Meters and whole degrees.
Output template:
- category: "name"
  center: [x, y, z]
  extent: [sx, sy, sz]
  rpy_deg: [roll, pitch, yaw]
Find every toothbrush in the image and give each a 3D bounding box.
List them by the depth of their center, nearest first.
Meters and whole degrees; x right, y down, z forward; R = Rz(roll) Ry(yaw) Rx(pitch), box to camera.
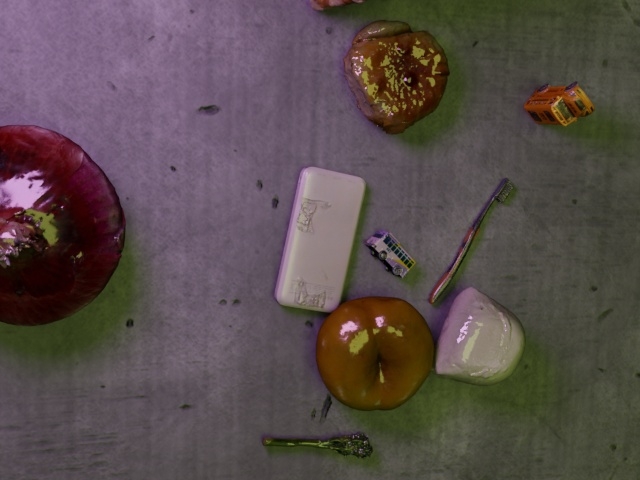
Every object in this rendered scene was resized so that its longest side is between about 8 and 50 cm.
- category: "toothbrush"
  center: [0.322, 0.002, 1.753]
  extent: [0.031, 0.023, 0.321]
  rpy_deg: [36, 86, -10]

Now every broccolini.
- category: "broccolini"
  center: [-0.004, 0.423, 1.695]
  extent: [0.239, 0.054, 0.051]
  rpy_deg: [9, 59, -16]

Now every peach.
- category: "peach"
  center: [0.111, 0.232, 1.652]
  extent: [0.251, 0.153, 0.251]
  rpy_deg: [-2, 100, -12]

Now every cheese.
- category: "cheese"
  center: [0.336, 0.217, 1.715]
  extent: [0.189, 0.154, 0.198]
  rpy_deg: [26, 84, -12]

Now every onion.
- category: "onion"
  center: [-0.507, -0.018, 1.355]
  extent: [0.347, 0.285, 0.348]
  rpy_deg: [-1, 99, -6]

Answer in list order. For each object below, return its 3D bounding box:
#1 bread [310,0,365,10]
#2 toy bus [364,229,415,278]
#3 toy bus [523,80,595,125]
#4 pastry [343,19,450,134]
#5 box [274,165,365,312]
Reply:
- category: "bread"
  center: [0.102, -0.638, 1.418]
  extent: [0.279, 0.371, 0.390]
  rpy_deg: [-23, 107, -18]
- category: "toy bus"
  center: [0.145, 0.026, 1.685]
  extent: [0.058, 0.052, 0.102]
  rpy_deg: [-47, 110, -9]
- category: "toy bus"
  center: [0.498, -0.282, 1.697]
  extent: [0.074, 0.162, 0.069]
  rpy_deg: [-44, 107, -5]
- category: "pastry"
  center: [0.149, -0.324, 1.614]
  extent: [0.218, 0.100, 0.229]
  rpy_deg: [5, 94, -18]
- category: "box"
  center: [0.000, 0.000, 1.640]
  extent: [0.142, 0.044, 0.285]
  rpy_deg: [11, 93, -21]
